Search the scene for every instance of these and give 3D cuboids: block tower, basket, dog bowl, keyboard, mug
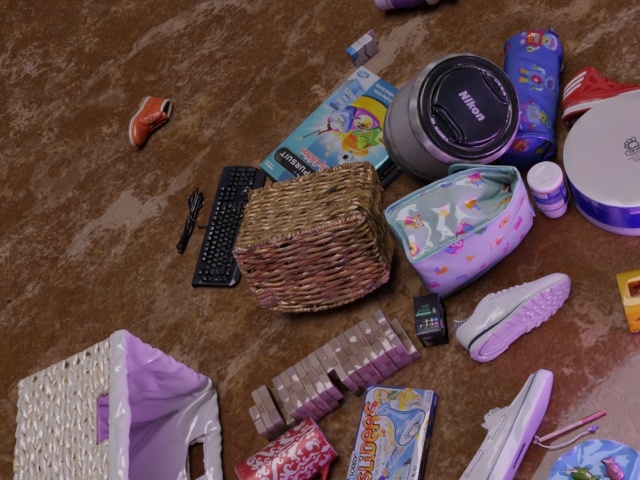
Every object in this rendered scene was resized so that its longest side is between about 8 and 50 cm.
[{"bbox_3d":[0.021,0.265,1.750,0.335,0.097,0.091,-33,53,3],"label":"block tower"},{"bbox_3d":[0.000,0.000,1.865,0.299,0.213,0.223,-16,33,17],"label":"basket"},{"bbox_3d":[0.600,-0.148,1.716,0.265,0.104,0.265,-12,57,19],"label":"dog bowl"},{"bbox_3d":[-0.374,0.403,1.718,0.266,0.331,0.328,-23,53,19],"label":"basket"},{"bbox_3d":[-0.247,-0.037,2.102,0.202,0.033,0.317,-2,60,25],"label":"keyboard"},{"bbox_3d":[-0.050,0.431,1.695,0.169,0.150,0.113,-37,16,-5],"label":"mug"}]

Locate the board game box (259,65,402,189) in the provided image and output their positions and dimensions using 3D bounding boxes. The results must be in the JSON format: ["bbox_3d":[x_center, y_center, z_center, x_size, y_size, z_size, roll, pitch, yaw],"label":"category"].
[{"bbox_3d":[0.065,-0.206,2.024,0.336,0.079,0.254,-45,52,-5],"label":"board game box"}]

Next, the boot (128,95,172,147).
[{"bbox_3d":[-0.442,-0.309,2.346,0.085,0.059,0.158,7,63,23],"label":"boot"}]

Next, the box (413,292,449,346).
[{"bbox_3d":[0.213,0.154,1.744,0.052,0.062,0.083,-13,57,17],"label":"box"}]

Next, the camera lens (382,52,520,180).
[{"bbox_3d":[0.253,-0.237,1.793,0.219,0.274,0.219,1,85,-11],"label":"camera lens"}]

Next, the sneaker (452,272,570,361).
[{"bbox_3d":[0.356,0.123,1.685,0.235,0.090,0.095,-34,43,2],"label":"sneaker"}]

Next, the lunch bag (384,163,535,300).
[{"bbox_3d":[0.279,-0.030,1.723,0.262,0.223,0.160,-31,60,5],"label":"lunch bag"}]

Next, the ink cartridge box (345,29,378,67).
[{"bbox_3d":[0.108,-0.464,2.179,0.083,0.048,0.028,-39,52,0],"label":"ink cartridge box"}]

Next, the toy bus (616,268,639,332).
[{"bbox_3d":[0.615,0.088,1.565,0.191,0.104,0.202,31,78,36],"label":"toy bus"}]

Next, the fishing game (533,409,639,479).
[{"bbox_3d":[0.460,0.412,1.484,0.189,0.041,0.264,-25,53,7],"label":"fishing game"}]

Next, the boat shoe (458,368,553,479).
[{"bbox_3d":[0.319,0.329,1.567,0.084,0.095,0.258,22,71,30],"label":"boat shoe"}]

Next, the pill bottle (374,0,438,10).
[{"bbox_3d":[0.230,-0.618,2.178,0.193,0.108,0.108,0,61,26],"label":"pill bottle"}]

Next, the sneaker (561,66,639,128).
[{"bbox_3d":[0.596,-0.312,1.831,0.221,0.087,0.128,-9,59,19],"label":"sneaker"}]

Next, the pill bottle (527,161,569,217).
[{"bbox_3d":[0.444,-0.094,1.748,0.067,0.120,0.067,-12,57,19],"label":"pill bottle"}]

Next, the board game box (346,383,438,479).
[{"bbox_3d":[0.132,0.371,1.668,0.136,0.035,0.201,1,61,26],"label":"board game box"}]

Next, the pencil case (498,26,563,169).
[{"bbox_3d":[0.438,-0.295,1.876,0.133,0.119,0.306,12,62,-3],"label":"pencil case"}]
